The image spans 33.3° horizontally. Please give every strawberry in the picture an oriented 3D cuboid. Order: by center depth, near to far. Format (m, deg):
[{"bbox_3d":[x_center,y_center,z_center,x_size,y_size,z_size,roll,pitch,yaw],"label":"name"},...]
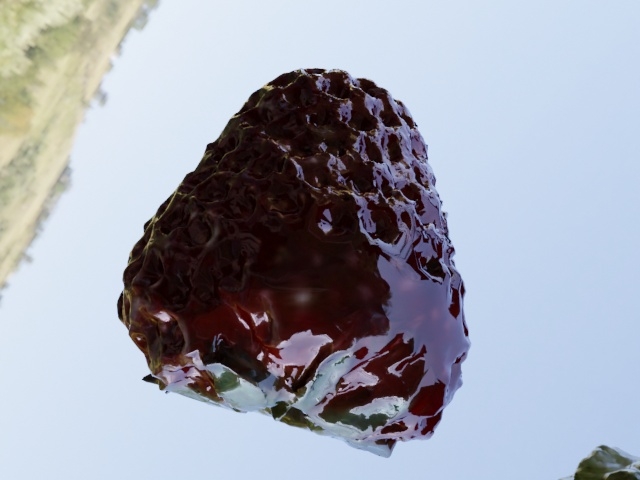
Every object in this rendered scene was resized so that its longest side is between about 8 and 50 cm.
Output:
[{"bbox_3d":[0.000,0.000,0.976,0.295,0.318,0.345,109,-3,-77],"label":"strawberry"}]

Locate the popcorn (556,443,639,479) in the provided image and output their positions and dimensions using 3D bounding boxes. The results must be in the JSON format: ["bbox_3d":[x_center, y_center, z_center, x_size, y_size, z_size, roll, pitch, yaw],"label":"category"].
[{"bbox_3d":[0.286,0.299,0.943,0.259,0.259,0.212,-135,-133,-65],"label":"popcorn"}]
